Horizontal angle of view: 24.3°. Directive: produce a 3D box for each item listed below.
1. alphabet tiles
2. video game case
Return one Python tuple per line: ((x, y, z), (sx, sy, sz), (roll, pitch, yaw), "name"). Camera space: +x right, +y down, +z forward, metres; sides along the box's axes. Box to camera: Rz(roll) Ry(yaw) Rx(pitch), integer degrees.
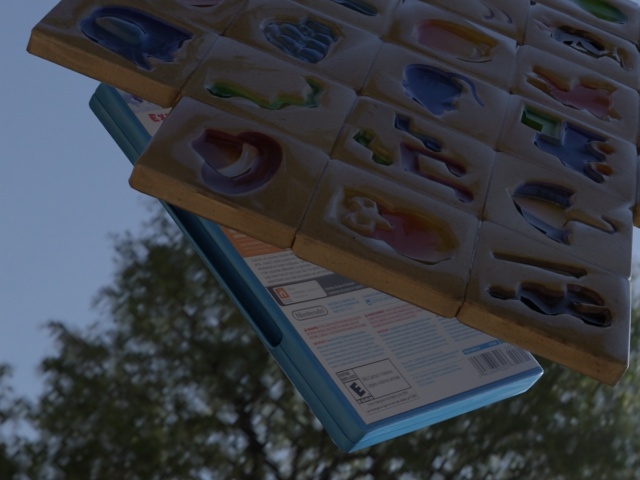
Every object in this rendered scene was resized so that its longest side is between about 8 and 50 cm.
((0.035, -0.048, 0.427), (0.198, 0.237, 0.009), (23, -59, 0), "alphabet tiles")
((0.000, 0.000, 0.562), (0.166, 0.119, 0.015), (52, -56, 21), "video game case")
